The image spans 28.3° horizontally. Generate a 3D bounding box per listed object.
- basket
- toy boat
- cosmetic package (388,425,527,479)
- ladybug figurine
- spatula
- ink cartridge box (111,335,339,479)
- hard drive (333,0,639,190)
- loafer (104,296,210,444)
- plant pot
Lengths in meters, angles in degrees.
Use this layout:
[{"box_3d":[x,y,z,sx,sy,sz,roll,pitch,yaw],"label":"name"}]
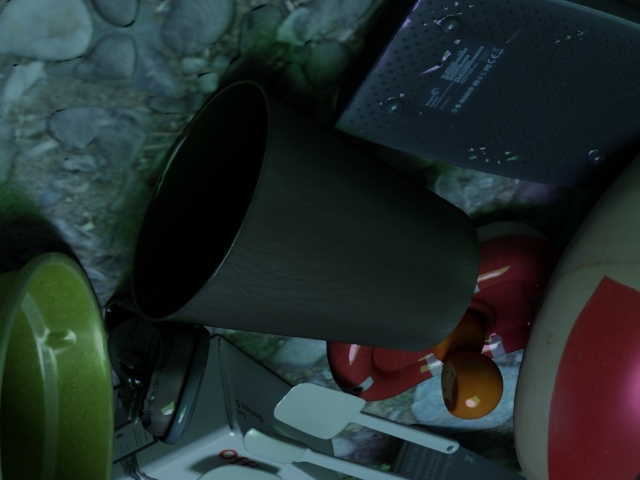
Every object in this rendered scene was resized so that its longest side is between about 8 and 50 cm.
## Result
[{"box_3d":[0.000,0.000,0.991,0.227,0.154,0.204,17,121,-31],"label":"basket"},{"box_3d":[0.120,0.092,1.134,0.231,0.151,0.151,-19,140,10],"label":"toy boat"},{"box_3d":[0.177,0.317,1.372,0.238,0.127,0.107,22,136,3],"label":"cosmetic package"},{"box_3d":[0.321,0.105,1.097,0.305,0.162,0.449,-18,133,-24],"label":"ladybug figurine"},{"box_3d":[0.017,0.210,1.195,0.242,0.019,0.168,24,116,-39],"label":"spatula"},{"box_3d":[-0.145,0.234,1.275,0.273,0.114,0.198,-28,138,19],"label":"ink cartridge box"},{"box_3d":[0.152,-0.124,0.954,0.255,0.054,0.172,11,137,-25],"label":"hard drive"},{"box_3d":[-0.142,0.097,1.029,0.084,0.267,0.096,19,93,-9],"label":"loafer"},{"box_3d":[-0.332,0.152,1.050,0.254,0.276,0.276,-2,142,9],"label":"plant pot"}]
